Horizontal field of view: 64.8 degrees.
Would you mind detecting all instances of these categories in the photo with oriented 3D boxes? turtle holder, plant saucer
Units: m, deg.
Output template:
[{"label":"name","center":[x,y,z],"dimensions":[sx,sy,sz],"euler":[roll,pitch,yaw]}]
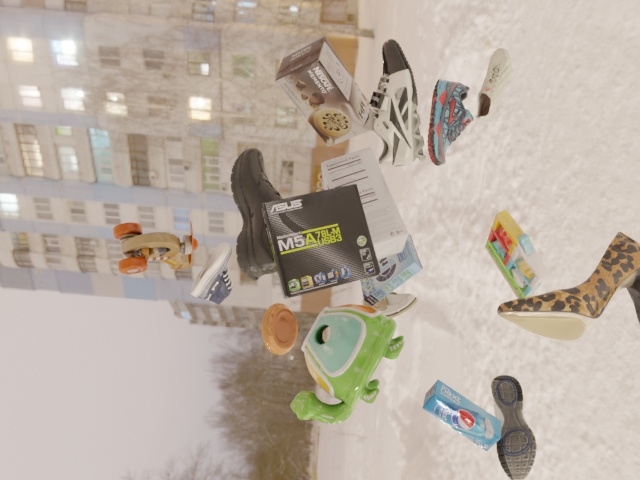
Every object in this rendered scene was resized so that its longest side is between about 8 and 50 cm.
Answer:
[{"label":"turtle holder","center":[0.065,0.318,1.344],"dimensions":[0.320,0.227,0.243],"euler":[-65,-10,18]},{"label":"plant saucer","center":[-0.149,0.341,1.950],"dimensions":[0.200,0.037,0.200],"euler":[18,-112,-52]}]

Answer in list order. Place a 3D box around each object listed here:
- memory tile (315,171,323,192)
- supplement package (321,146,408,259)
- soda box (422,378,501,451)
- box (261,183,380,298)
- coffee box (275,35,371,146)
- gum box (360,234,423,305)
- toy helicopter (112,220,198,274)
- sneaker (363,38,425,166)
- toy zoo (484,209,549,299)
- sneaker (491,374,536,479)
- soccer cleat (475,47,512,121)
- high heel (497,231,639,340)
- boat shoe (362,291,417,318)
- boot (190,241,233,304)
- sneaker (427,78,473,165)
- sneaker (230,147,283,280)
[{"label":"memory tile","center":[0.050,-0.219,2.121],"dimensions":[0.012,0.148,0.113],"euler":[-42,-35,-57]},{"label":"supplement package","center":[0.103,-0.080,1.240],"dimensions":[0.139,0.133,0.244],"euler":[83,168,-69]},{"label":"soda box","center":[0.393,0.484,1.397],"dimensions":[0.067,0.210,0.071],"euler":[-60,-6,29]},{"label":"box","center":[0.000,0.000,0.957],"dimensions":[0.045,0.190,0.184],"euler":[145,112,-77]},{"label":"coffee box","center":[0.019,-0.456,1.580],"dimensions":[0.297,0.168,0.119],"euler":[46,-137,-38]},{"label":"gum box","center":[0.192,0.075,1.437],"dimensions":[0.184,0.041,0.157],"euler":[-41,29,23]},{"label":"toy helicopter","center":[-0.481,0.034,1.611],"dimensions":[0.355,0.235,0.140],"euler":[69,-174,-75]},{"label":"sneaker","center":[0.180,-0.354,1.336],"dimensions":[0.122,0.146,0.331],"euler":[-101,-2,-74]},{"label":"toy zoo","center":[0.505,0.040,1.309],"dimensions":[0.192,0.030,0.293],"euler":[64,-179,24]},{"label":"sneaker","center":[0.573,0.560,1.500],"dimensions":[0.129,0.111,0.297],"euler":[66,-154,-51]},{"label":"soccer cleat","center":[0.472,-0.423,1.376],"dimensions":[0.068,0.076,0.196],"euler":[26,117,48]},{"label":"high heel","center":[0.406,0.062,0.814],"dimensions":[0.093,0.261,0.186],"euler":[91,-178,-56]},{"label":"boat shoe","center":[0.286,0.271,2.177],"dimensions":[0.113,0.103,0.302],"euler":[-35,4,-40]},{"label":"boot","center":[-0.248,0.084,1.265],"dimensions":[0.190,0.086,0.069],"euler":[-48,27,34]},{"label":"sneaker","center":[0.380,-0.343,1.459],"dimensions":[0.104,0.125,0.262],"euler":[47,-129,-79]},{"label":"sneaker","center":[-0.111,-0.064,1.074],"dimensions":[0.109,0.130,0.286],"euler":[17,-117,-67]}]
